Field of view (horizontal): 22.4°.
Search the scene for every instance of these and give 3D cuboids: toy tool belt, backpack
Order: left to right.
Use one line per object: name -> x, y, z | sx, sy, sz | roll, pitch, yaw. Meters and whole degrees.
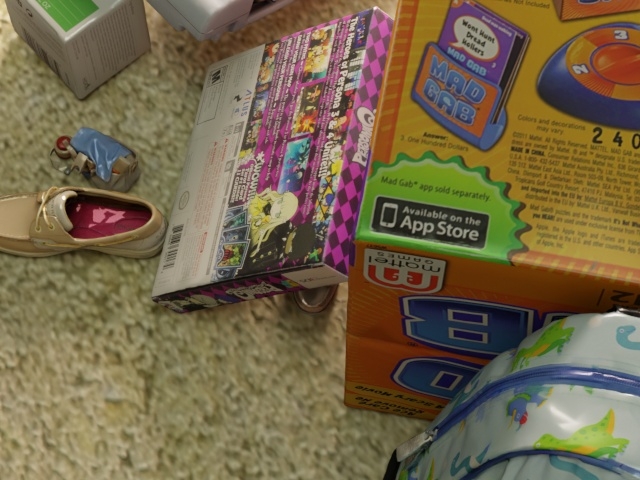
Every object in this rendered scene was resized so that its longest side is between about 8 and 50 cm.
toy tool belt -> -0.198, -0.076, 1.406 | 0.083, 0.051, 0.052 | 28, 70, 12
backpack -> 0.196, 0.191, 1.089 | 0.290, 0.355, 0.273 | 32, 47, 1

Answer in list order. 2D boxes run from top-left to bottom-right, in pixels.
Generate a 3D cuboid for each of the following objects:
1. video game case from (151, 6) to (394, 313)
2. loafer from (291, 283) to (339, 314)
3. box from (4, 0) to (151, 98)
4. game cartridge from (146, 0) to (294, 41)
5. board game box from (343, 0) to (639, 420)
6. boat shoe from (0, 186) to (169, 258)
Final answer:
video game case -> -0.038, -0.063, 1.336 | 0.210, 0.042, 0.232 | -13, 57, 44
loafer -> 0.000, 0.000, 1.379 | 0.045, 0.039, 0.125 | 10, 67, 4
box -> -0.216, -0.204, 1.433 | 0.087, 0.102, 0.101 | -38, 71, -17
game cartridge -> -0.063, -0.300, 1.448 | 0.297, 0.062, 0.198 | -34, 74, -36
board game box -> 0.224, -0.060, 1.233 | 0.356, 0.356, 0.356 | 10, 67, 5
boat shoe -> -0.215, -0.022, 1.378 | 0.170, 0.059, 0.063 | 1, 67, 0
